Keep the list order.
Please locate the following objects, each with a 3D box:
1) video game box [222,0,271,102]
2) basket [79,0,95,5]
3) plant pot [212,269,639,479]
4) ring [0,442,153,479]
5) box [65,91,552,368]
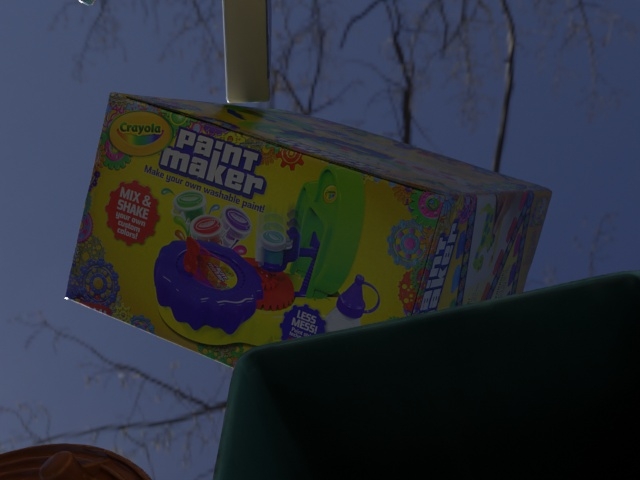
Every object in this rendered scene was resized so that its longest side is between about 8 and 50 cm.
[{"bbox_3d":[-0.070,-0.262,1.097,0.048,0.205,0.187,-2,-147,-3],"label":"video game box"},{"bbox_3d":[-0.312,-0.404,1.187,0.289,0.201,0.255,24,-141,-28],"label":"basket"},{"bbox_3d":[0.075,0.166,0.442,0.165,0.234,0.166,-13,-147,15],"label":"plant pot"},{"bbox_3d":[-0.222,0.215,0.557,0.336,0.032,0.336,-23,-153,12],"label":"ring"},{"bbox_3d":[0.000,0.000,0.962,0.290,0.177,0.279,20,-169,25],"label":"box"}]
